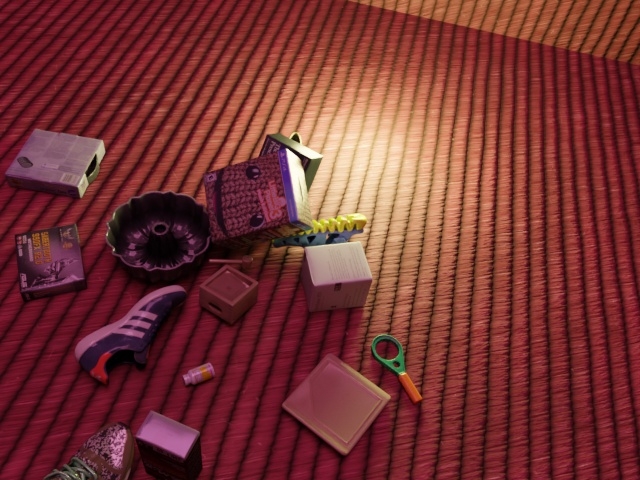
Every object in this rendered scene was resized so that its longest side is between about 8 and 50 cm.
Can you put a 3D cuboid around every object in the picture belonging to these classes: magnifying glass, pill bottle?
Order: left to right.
[{"bbox_3d":[-0.338,0.372,1.726,0.083,0.043,0.043,-18,55,-22],"label":"pill bottle"},{"bbox_3d":[0.226,0.374,1.825,0.092,0.026,0.231,-17,53,-21],"label":"magnifying glass"}]

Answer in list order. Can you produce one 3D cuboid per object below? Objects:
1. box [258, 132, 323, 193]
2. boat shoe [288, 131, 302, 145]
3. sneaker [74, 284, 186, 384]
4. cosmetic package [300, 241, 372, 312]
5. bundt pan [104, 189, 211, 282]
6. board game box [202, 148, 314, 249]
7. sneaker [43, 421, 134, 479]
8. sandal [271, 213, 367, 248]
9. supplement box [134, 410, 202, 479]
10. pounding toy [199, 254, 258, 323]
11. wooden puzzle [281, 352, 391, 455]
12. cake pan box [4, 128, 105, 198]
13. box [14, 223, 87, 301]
[{"bbox_3d":[-0.131,-0.202,2.092,0.184,0.261,0.103,29,22,14],"label":"box"},{"bbox_3d":[-0.112,-0.274,2.274,0.105,0.089,0.285,5,50,-5],"label":"boat shoe"},{"bbox_3d":[-0.498,0.268,1.748,0.350,0.131,0.148,-38,71,-26],"label":"sneaker"},{"bbox_3d":[0.045,0.113,1.931,0.184,0.151,0.151,-7,52,-13],"label":"cosmetic package"},{"bbox_3d":[-0.499,0.000,1.964,0.331,0.124,0.330,4,50,-4],"label":"bundt pan"},{"bbox_3d":[-0.193,-0.122,1.942,0.291,0.141,0.232,-15,76,17],"label":"board game box"},{"bbox_3d":[-0.583,0.577,1.426,0.158,0.182,0.410,27,51,14],"label":"sneaker"},{"bbox_3d":[0.000,0.000,2.040,0.318,0.138,0.126,-6,15,-3],"label":"sandal"},{"bbox_3d":[-0.356,0.506,1.482,0.130,0.239,0.073,21,52,9],"label":"supplement box"},{"bbox_3d":[-0.277,0.133,1.912,0.181,0.094,0.206,27,42,20],"label":"pounding toy"},{"bbox_3d":[0.045,0.449,1.725,0.221,0.044,0.239,34,49,19],"label":"wooden puzzle"},{"bbox_3d":[-0.911,-0.271,2.168,0.267,0.070,0.245,9,52,-1],"label":"cake pan box"},{"bbox_3d":[-0.825,0.064,1.905,0.183,0.056,0.231,-12,53,-17],"label":"box"}]
